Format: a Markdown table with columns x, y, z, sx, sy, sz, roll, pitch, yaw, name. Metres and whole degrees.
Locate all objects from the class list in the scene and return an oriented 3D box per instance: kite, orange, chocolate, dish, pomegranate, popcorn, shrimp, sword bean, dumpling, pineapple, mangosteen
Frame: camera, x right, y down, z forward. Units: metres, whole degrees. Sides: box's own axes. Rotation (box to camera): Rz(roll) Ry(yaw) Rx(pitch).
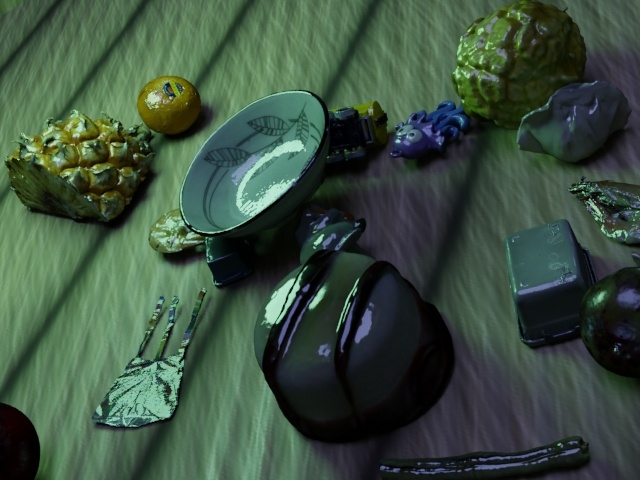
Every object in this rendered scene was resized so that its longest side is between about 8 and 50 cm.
| x | y | z | sx | sy | sz | roll | pitch | yaw | name |
| --- | --- | --- | --- | --- | --- | --- | --- | --- | --- |
| -0.266 | 0.190 | 1.827 | 0.152 | 0.015 | 0.285 | -5 | 45 | 24 | kite |
| -0.321 | -0.284 | 2.348 | 0.135 | 0.117 | 0.135 | 8 | 60 | -15 | orange |
| 0.033 | 0.128 | 1.563 | 0.283 | 0.186 | 0.283 | -17 | 37 | 14 | chocolate |
| -0.092 | -0.110 | 1.912 | 0.316 | 0.106 | 0.316 | -25 | 40 | 23 | dish |
| 0.411 | 0.091 | 1.408 | 0.169 | 0.148 | 0.148 | -44 | 39 | -19 | pomegranate |
| 0.333 | -0.304 | 1.893 | 0.237 | 0.206 | 0.251 | -42 | 24 | 6 | popcorn |
| 0.438 | -0.051 | 1.644 | 0.101 | 0.042 | 0.190 | -46 | 40 | -11 | shrimp |
| 0.203 | 0.280 | 1.397 | 0.269 | 0.038 | 0.043 | -12 | 64 | 21 | sword bean |
| 0.400 | -0.191 | 1.761 | 0.188 | 0.127 | 0.108 | -15 | 56 | 10 | dumpling |
| -0.487 | -0.208 | 2.284 | 0.344 | 0.209 | 0.286 | 10 | 50 | 42 | pineapple |
| -0.522 | 0.334 | 1.703 | 0.200 | 0.200 | 0.200 | -17 | 37 | 14 | mangosteen |
| -0.224 | -0.016 | 2.019 | 0.217 | 0.051 | 0.115 | 1 | 52 | 33 | shrimp |

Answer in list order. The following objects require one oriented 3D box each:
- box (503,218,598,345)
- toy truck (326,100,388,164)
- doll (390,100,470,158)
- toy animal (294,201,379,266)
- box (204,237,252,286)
| x | y | z | sx | sy | sz | roll | pitch | yaw | name |
| --- | --- | --- | --- | --- | --- | --- | --- | --- | --- |
| 0.318 | 0.051 | 1.551 | 0.124 | 0.093 | 0.172 | -18 | 37 | 14 | box |
| 0.007 | -0.191 | 2.036 | 0.227 | 0.098 | 0.114 | -9 | 16 | 22 | toy truck |
| 0.198 | -0.198 | 1.958 | 0.206 | 0.067 | 0.110 | -35 | 44 | -27 | doll |
| -0.001 | -0.005 | 1.812 | 0.138 | 0.108 | 0.236 | -38 | 37 | -13 | toy animal |
| -0.164 | 0.025 | 1.925 | 0.074 | 0.054 | 0.099 | -24 | 37 | 9 | box |
